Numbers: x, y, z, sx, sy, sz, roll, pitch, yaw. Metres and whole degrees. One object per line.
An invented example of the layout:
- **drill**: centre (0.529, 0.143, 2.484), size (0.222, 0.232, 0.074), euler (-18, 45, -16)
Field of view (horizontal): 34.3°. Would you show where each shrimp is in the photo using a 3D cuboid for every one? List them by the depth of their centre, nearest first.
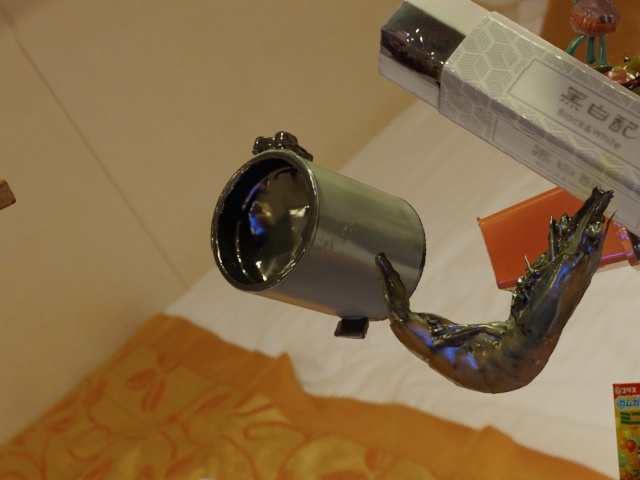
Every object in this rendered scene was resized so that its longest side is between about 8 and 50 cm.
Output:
- **shrimp**: centre (0.156, 0.030, 0.994), size (0.262, 0.198, 0.051), euler (-65, -3, 32)

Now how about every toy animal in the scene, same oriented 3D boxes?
- **toy animal**: centre (0.386, -0.347, 1.459), size (0.103, 0.208, 0.100), euler (22, 24, 30)

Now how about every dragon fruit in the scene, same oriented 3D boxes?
- **dragon fruit**: centre (0.329, -0.165, 1.272), size (0.175, 0.142, 0.138), euler (-41, 21, -8)

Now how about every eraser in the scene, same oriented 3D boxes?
- **eraser**: centre (0.248, -0.128, 1.085), size (0.404, 0.098, 0.096), euler (34, 72, 16)

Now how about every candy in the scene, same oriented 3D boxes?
- **candy**: centre (0.356, 0.214, 1.128), size (0.038, 0.121, 0.062), euler (5, -11, -37)

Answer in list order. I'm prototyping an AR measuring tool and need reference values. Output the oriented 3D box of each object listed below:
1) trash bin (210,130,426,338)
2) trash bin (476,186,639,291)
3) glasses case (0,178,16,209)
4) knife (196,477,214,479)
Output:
- **trash bin**: centre (0.000, 0.000, 1.592), size (0.217, 0.263, 0.277), euler (-4, 75, 43)
- **trash bin**: centre (0.363, -0.023, 1.548), size (0.239, 0.184, 0.161), euler (-17, -11, 19)
- **glasses case**: centre (-0.585, -0.043, 1.666), size (0.075, 0.049, 0.218), euler (-18, 12, 22)
- **knife**: centre (-0.208, 0.281, 0.920), size (0.266, 0.040, 0.073), euler (-22, -20, -10)
